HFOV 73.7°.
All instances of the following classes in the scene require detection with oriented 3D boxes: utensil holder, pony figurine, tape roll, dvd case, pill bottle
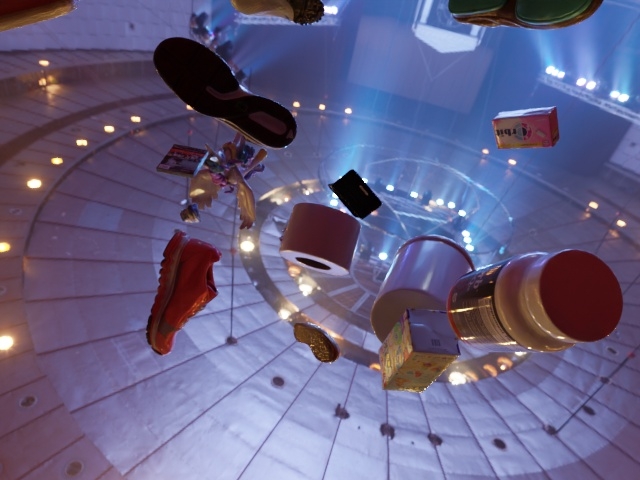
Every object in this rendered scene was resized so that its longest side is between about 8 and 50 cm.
[{"bbox_3d":[0.382,0.206,1.579,0.327,0.328,0.385,24,-145,13],"label":"utensil holder"},{"bbox_3d":[-0.343,-0.265,1.649,0.302,0.351,0.363,17,-141,14],"label":"pony figurine"},{"bbox_3d":[0.000,0.000,1.423,0.245,0.246,0.169,16,-105,3],"label":"tape roll"},{"bbox_3d":[-0.325,-0.190,1.013,0.087,0.013,0.120,10,-142,-3],"label":"dvd case"},{"bbox_3d":[0.448,0.141,0.945,0.210,0.363,0.211,2,-104,-9],"label":"pill bottle"}]

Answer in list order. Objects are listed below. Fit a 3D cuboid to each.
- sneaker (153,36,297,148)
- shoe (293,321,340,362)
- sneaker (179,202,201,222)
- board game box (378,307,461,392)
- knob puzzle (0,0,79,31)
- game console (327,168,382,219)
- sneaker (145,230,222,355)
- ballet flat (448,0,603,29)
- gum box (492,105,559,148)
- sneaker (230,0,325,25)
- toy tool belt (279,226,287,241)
[{"bbox_3d":[-0.294,-0.410,1.309,0.447,0.169,0.257,33,174,-14],"label":"sneaker"},{"bbox_3d":[-0.002,0.256,1.111,0.058,0.077,0.219,1,-174,-28],"label":"shoe"},{"bbox_3d":[-0.398,-0.076,1.298,0.057,0.135,0.052,-9,-99,-13],"label":"sneaker"},{"bbox_3d":[0.289,0.342,1.306,0.144,0.275,0.142,7,-131,-10],"label":"board game box"},{"bbox_3d":[-0.244,-0.191,0.320,0.212,0.030,0.213,-1,-125,1],"label":"knob puzzle"},{"bbox_3d":[0.088,-0.121,1.115,0.122,0.107,0.071,47,-153,-12],"label":"game console"},{"bbox_3d":[-0.316,0.142,1.005,0.136,0.314,0.116,15,-166,-7],"label":"sneaker"},{"bbox_3d":[0.387,-0.438,0.786,0.124,0.116,0.342,1,-159,-28],"label":"ballet flat"},{"bbox_3d":[0.650,-0.356,1.365,0.188,0.107,0.062,10,-138,47],"label":"gum box"},{"bbox_3d":[-0.102,-0.585,1.038,0.237,0.085,0.086,-1,-129,-20],"label":"sneaker"},{"bbox_3d":[-0.122,-0.032,1.657,0.083,0.052,0.051,-20,-119,17],"label":"toy tool belt"}]
